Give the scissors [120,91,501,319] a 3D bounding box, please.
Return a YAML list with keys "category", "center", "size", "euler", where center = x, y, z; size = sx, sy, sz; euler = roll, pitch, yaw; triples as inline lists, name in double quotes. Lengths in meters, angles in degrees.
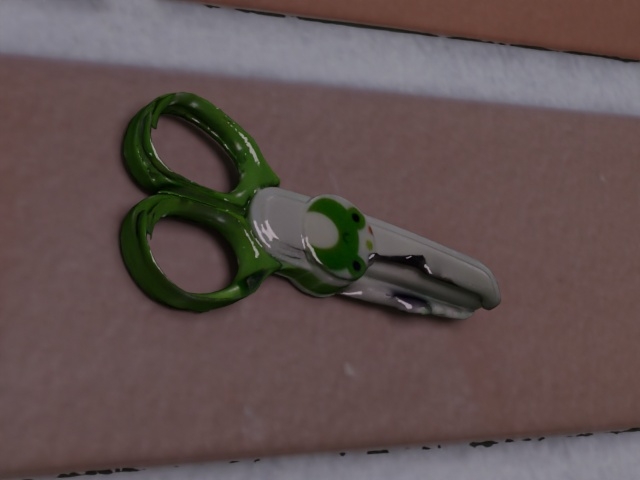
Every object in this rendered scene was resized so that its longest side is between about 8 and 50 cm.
- category: "scissors"
  center: [0.000, 0.000, 0.861]
  size: [0.204, 0.027, 0.101]
  euler: [17, 60, -33]
